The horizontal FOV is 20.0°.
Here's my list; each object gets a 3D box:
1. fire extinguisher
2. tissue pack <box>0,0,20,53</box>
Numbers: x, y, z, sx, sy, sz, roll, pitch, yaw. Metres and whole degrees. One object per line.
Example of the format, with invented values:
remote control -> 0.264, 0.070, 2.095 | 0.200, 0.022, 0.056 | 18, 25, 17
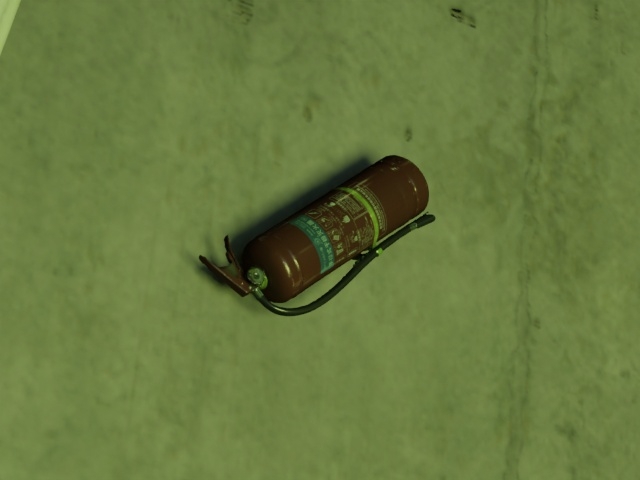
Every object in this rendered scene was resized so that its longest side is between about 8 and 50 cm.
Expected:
fire extinguisher -> 0.000, 0.000, 0.928 | 0.132, 0.039, 0.056 | -33, 85, -36
tissue pack -> -0.198, -0.111, 0.737 | 0.124, 0.201, 0.271 | 23, 61, -22
